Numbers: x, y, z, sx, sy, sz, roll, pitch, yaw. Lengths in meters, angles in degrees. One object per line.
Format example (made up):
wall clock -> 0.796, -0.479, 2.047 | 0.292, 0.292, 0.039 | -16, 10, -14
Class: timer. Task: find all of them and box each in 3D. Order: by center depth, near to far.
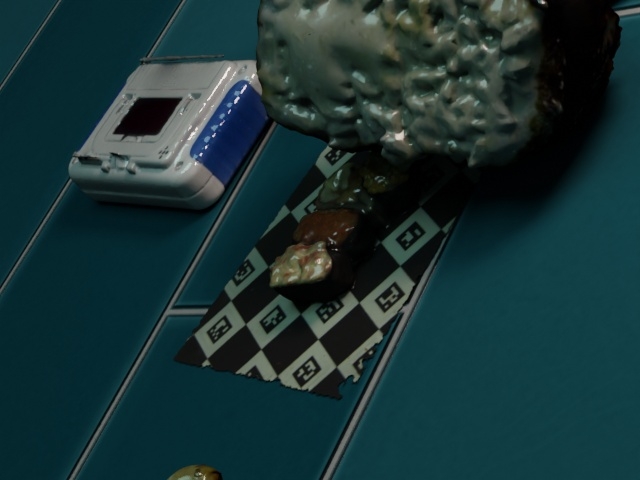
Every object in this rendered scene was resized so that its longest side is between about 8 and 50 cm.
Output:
timer -> -0.169, -0.125, 1.821 | 0.253, 0.078, 0.178 | 5, 57, 50

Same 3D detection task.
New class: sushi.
sushi -> 0.090, -0.164, 1.450 | 0.343, 0.182, 0.196 | 11, 102, 34
sushi -> 0.000, 0.000, 1.516 | 0.264, 0.050, 0.290 | 9, 59, 52

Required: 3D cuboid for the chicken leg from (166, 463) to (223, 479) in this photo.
chicken leg -> -0.124, 0.268, 1.337 | 0.093, 0.070, 0.178 | 25, 79, 50
